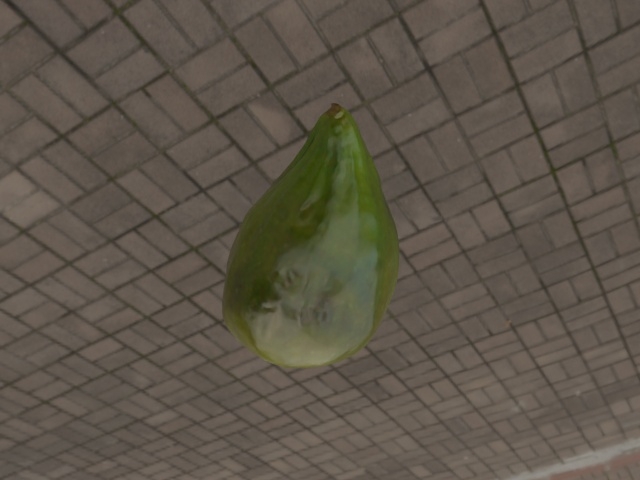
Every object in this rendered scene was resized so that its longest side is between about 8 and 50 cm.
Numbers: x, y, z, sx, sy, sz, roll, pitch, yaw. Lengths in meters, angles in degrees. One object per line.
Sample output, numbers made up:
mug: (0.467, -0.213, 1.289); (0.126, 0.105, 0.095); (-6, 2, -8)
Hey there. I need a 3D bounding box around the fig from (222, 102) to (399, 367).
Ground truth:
fig: (0.003, 0.011, 0.594); (0.167, 0.167, 0.233); (34, 90, -34)
